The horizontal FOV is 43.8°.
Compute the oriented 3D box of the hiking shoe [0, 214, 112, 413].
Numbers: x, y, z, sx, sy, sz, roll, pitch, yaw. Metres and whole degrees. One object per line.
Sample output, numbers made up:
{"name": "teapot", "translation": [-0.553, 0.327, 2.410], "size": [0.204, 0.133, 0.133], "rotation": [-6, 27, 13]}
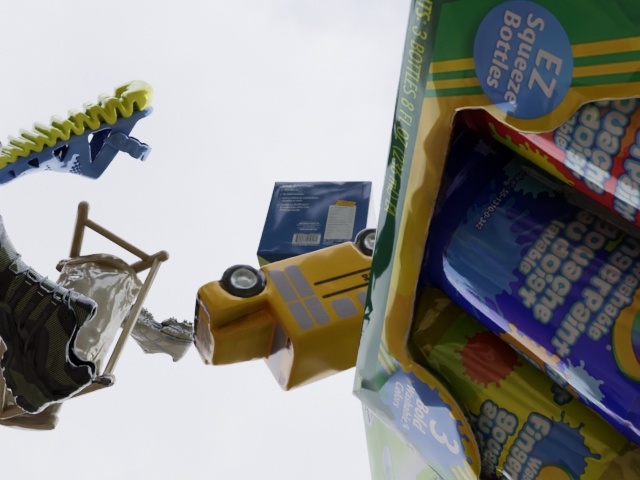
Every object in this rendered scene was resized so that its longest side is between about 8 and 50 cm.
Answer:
{"name": "hiking shoe", "translation": [-0.307, 0.068, 0.876], "size": [0.114, 0.086, 0.227], "rotation": [-18, -81, -9]}

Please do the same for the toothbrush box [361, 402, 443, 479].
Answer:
{"name": "toothbrush box", "translation": [0.150, 0.256, 0.850], "size": [0.122, 0.283, 0.206], "rotation": [7, -36, -21]}

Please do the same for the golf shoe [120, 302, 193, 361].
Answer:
{"name": "golf shoe", "translation": [-0.314, 0.166, 1.409], "size": [0.176, 0.069, 0.086], "rotation": [22, -66, -8]}

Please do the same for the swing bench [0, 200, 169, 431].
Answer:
{"name": "swing bench", "translation": [-0.384, 0.124, 1.173], "size": [0.165, 0.253, 0.255], "rotation": [35, -48, -18]}

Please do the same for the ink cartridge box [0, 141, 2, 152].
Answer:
{"name": "ink cartridge box", "translation": [-0.595, -0.049, 1.181], "size": [0.045, 0.224, 0.223], "rotation": [46, -46, 9]}

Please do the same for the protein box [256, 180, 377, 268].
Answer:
{"name": "protein box", "translation": [0.000, 0.000, 1.530], "size": [0.200, 0.201, 0.136], "rotation": [0, -45, 10]}

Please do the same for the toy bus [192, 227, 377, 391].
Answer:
{"name": "toy bus", "translation": [0.022, 0.080, 0.948], "size": [0.333, 0.130, 0.108], "rotation": [-15, -37, -27]}

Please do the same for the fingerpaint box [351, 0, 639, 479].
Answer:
{"name": "fingerpaint box", "translation": [0.213, 0.048, 0.524], "size": [0.371, 0.163, 0.445], "rotation": [40, -38, 32]}

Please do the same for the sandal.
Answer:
{"name": "sandal", "translation": [-0.421, -0.161, 1.395], "size": [0.317, 0.126, 0.138], "rotation": [-25, -59, -14]}
